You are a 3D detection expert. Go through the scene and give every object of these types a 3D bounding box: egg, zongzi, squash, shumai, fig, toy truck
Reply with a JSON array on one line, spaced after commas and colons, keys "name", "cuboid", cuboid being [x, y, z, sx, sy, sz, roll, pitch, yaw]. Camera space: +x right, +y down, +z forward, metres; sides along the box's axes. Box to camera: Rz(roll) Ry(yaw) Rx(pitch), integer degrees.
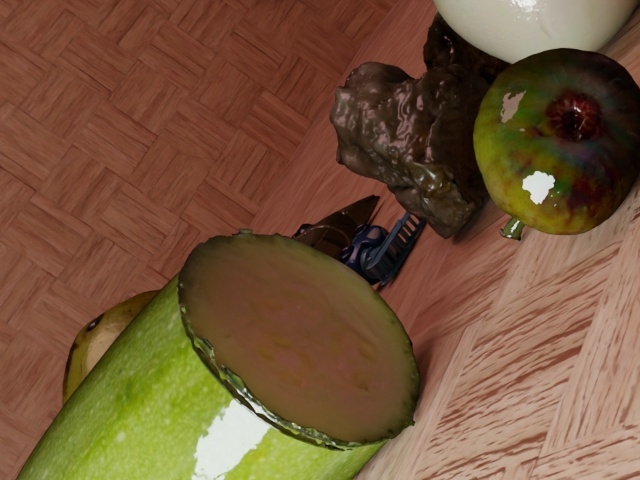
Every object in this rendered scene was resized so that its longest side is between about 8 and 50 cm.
[{"name": "egg", "cuboid": [0.249, -0.276, 1.233, 0.264, 0.174, 0.286, -21, 7, 28]}, {"name": "zongzi", "cuboid": [0.000, 0.000, 1.840, 0.160, 0.078, 0.176, -11, 36, 51]}, {"name": "squash", "cuboid": [-0.115, 0.197, 1.118, 0.384, 0.263, 0.263, -50, 10, 30]}, {"name": "shumai", "cuboid": [0.095, -0.097, 1.306, 0.185, 0.184, 0.218, -10, 52, 27]}, {"name": "fig", "cuboid": [0.192, -0.058, 0.967, 0.149, 0.149, 0.245, -57, -11, -14]}, {"name": "toy truck", "cuboid": [0.086, -0.003, 1.475, 0.074, 0.063, 0.136, -8, 43, 52]}]

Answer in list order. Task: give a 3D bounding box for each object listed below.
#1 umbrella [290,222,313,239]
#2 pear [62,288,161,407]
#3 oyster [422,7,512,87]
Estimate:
[{"name": "umbrella", "cuboid": [-0.089, 0.099, 1.913, 0.113, 0.106, 0.357, -51, 8, 52]}, {"name": "pear", "cuboid": [-0.183, 0.191, 1.441, 0.283, 0.283, 0.283, -54, 8, 11]}, {"name": "oyster", "cuboid": [0.247, -0.315, 1.423, 0.111, 0.204, 0.396, 36, 94, 45]}]
